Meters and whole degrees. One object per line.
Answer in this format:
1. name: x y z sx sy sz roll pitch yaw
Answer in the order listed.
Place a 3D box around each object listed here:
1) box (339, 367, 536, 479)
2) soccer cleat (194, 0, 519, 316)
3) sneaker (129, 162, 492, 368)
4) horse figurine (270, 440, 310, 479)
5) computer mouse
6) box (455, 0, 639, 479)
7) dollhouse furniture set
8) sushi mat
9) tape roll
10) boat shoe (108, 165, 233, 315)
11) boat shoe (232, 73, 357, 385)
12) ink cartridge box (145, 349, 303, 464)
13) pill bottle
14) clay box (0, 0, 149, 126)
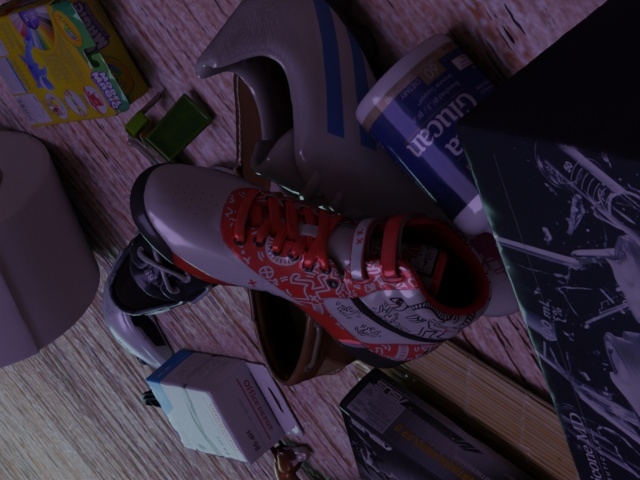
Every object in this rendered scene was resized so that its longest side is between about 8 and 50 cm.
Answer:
1. box: 0.129 0.239 1.709 0.231 0.056 0.183 35 158 26
2. soccer cleat: 0.028 -0.050 1.444 0.331 0.143 0.116 52 153 -4
3. sneaker: 0.001 -0.001 1.358 0.270 0.090 0.145 31 147 -20
4. horse figurine: 0.038 0.345 2.000 0.174 0.066 0.263 -2 120 51
5. computer mouse: -0.211 0.126 2.130 0.106 0.042 0.193 9 131 54
6. box: 0.293 0.045 1.125 0.312 0.179 0.343 17 137 49
7. dollhouse furniture set: -0.145 -0.103 1.772 0.076 0.058 0.151 43 172 -1
8. sushi mat: 0.142 0.156 1.659 0.316 0.019 0.151 32 148 33
9. tape roll: -0.390 0.012 2.041 0.246 0.246 0.169 21 141 44
10. boat shoe: -0.141 0.014 1.820 0.108 0.102 0.301 54 153 -5
11. boat shoe: -0.023 -0.008 1.586 0.122 0.120 0.324 20 134 44
12. ink cartridge box: -0.109 0.187 2.030 0.180 0.060 0.104 3 126 55
13. pill bottle: 0.114 -0.064 1.350 0.169 0.094 0.094 47 152 6
14. clay box: -0.254 -0.184 1.803 0.222 0.053 0.127 -1 123 55
